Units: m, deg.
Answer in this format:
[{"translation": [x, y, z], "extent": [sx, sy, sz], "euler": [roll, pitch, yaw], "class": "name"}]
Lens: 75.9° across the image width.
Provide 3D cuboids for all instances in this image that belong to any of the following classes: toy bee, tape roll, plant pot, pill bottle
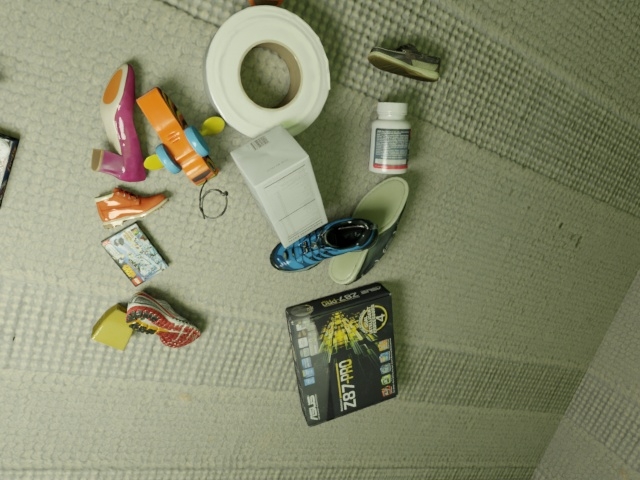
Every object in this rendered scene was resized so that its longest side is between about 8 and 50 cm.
[{"translation": [-0.303, -0.186, 0.939], "extent": [0.195, 0.162, 0.299], "euler": [-9, 92, 2], "class": "toy bee"}, {"translation": [-0.124, -0.378, 0.953], "extent": [0.286, 0.100, 0.286], "euler": [-6, 109, -19], "class": "tape roll"}, {"translation": [-0.504, 0.208, 1.017], "extent": [0.081, 0.081, 0.083], "euler": [33, 85, -27], "class": "plant pot"}, {"translation": [0.187, -0.275, 1.102], "extent": [0.107, 0.108, 0.180], "euler": [-5, 110, -19], "class": "pill bottle"}]

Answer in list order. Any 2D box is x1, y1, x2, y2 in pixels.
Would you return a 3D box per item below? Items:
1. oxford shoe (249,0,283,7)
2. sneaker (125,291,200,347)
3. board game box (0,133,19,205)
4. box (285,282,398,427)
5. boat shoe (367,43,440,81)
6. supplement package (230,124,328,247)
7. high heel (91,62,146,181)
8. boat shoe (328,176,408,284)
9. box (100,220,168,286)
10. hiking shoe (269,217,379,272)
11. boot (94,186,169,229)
[{"translation": [-0.100, -0.672, 0.831], "extent": [0.129, 0.133, 0.364], "euler": [-7, 138, -25], "class": "oxford shoe"}, {"translation": [-0.392, 0.200, 1.054], "extent": [0.088, 0.093, 0.225], "euler": [-33, 134, 7], "class": "sneaker"}, {"translation": [-0.761, -0.168, 0.809], "extent": [0.243, 0.042, 0.165], "euler": [18, 100, -25], "class": "board game box"}, {"translation": [0.074, 0.355, 1.279], "extent": [0.318, 0.097, 0.395], "euler": [-12, 112, -14], "class": "box"}, {"translation": [0.222, -0.473, 1.071], "extent": [0.223, 0.080, 0.074], "euler": [5, 100, -28], "class": "boat shoe"}, {"translation": [-0.090, -0.120, 0.978], "extent": [0.139, 0.134, 0.244], "euler": [-31, 146, -9], "class": "supplement package"}, {"translation": [-0.419, -0.253, 0.910], "extent": [0.117, 0.082, 0.244], "euler": [10, 90, -56], "class": "high heel"}, {"translation": [0.153, -0.018, 1.179], "extent": [0.113, 0.127, 0.340], "euler": [29, 89, -57], "class": "boat shoe"}, {"translation": [-0.452, 0.035, 1.005], "extent": [0.094, 0.027, 0.137], "euler": [-32, 116, -10], "class": "box"}, {"translation": [0.000, 0.000, 1.073], "extent": [0.303, 0.132, 0.113], "euler": [-19, 77, 7], "class": "hiking shoe"}, {"translation": [-0.438, -0.090, 0.954], "extent": [0.157, 0.059, 0.085], "euler": [-20, 109, -13], "class": "boot"}]
